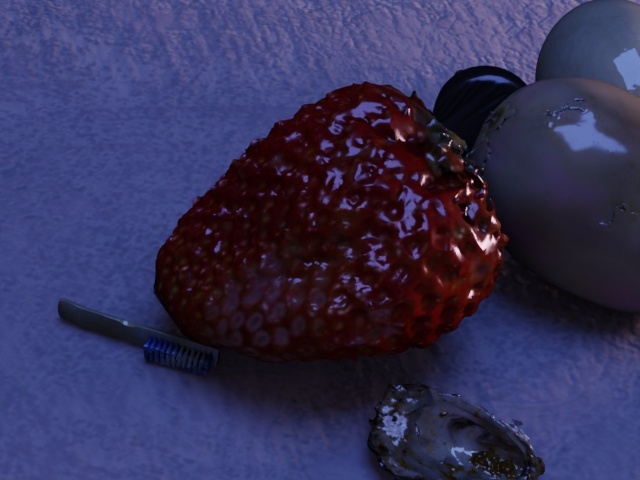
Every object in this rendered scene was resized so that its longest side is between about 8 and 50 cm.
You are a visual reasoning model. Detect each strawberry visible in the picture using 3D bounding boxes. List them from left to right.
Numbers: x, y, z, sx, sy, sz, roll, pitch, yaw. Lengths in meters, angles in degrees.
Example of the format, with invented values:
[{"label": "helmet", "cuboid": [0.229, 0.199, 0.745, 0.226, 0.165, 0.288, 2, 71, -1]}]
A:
[{"label": "strawberry", "cuboid": [0.000, 0.000, 1.701, 0.351, 0.267, 0.312, -19, 29, -5]}]

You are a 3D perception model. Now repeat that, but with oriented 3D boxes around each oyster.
[{"label": "oyster", "cuboid": [0.134, 0.201, 1.653, 0.177, 0.056, 0.105, 7, 55, -1]}]

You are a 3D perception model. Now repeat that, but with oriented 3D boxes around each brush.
[{"label": "brush", "cuboid": [-0.189, 0.101, 1.722, 0.178, 0.033, 0.030, 17, 58, 9]}]

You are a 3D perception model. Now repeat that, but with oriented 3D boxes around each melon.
[{"label": "melon", "cuboid": [0.304, -0.048, 1.808, 0.317, 0.223, 0.223, 28, 42, -12]}]

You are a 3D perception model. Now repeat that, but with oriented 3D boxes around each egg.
[{"label": "egg", "cuboid": [0.349, -0.182, 1.993, 0.186, 0.186, 0.253, -5, 47, -14]}]

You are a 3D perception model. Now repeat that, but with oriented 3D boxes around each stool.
[{"label": "stool", "cuboid": [0.165, -0.132, 1.971, 0.217, 0.125, 0.121, -20, 16, 4]}]
